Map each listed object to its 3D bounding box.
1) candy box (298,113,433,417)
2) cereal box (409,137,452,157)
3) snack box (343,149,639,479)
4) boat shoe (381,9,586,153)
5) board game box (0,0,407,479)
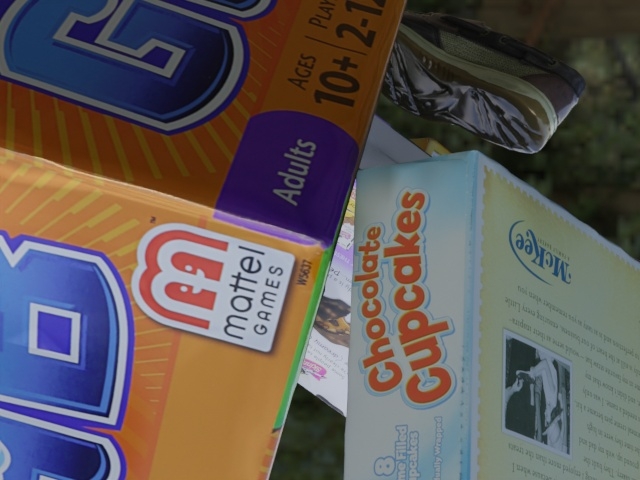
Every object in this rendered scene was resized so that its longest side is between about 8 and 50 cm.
[{"bbox_3d":[0.032,0.025,1.324,0.165,0.070,0.196,37,129,-4],"label":"candy box"},{"bbox_3d":[0.000,0.000,1.587,0.047,0.173,0.240,34,159,-34],"label":"cereal box"},{"bbox_3d":[0.117,0.101,0.794,0.060,0.187,0.322,-9,158,31],"label":"snack box"},{"bbox_3d":[0.111,-0.135,1.418,0.073,0.080,0.223,-35,-137,-25],"label":"boat shoe"},{"bbox_3d":[-0.167,-0.024,0.923,0.356,0.356,0.356,16,129,1],"label":"board game box"}]
